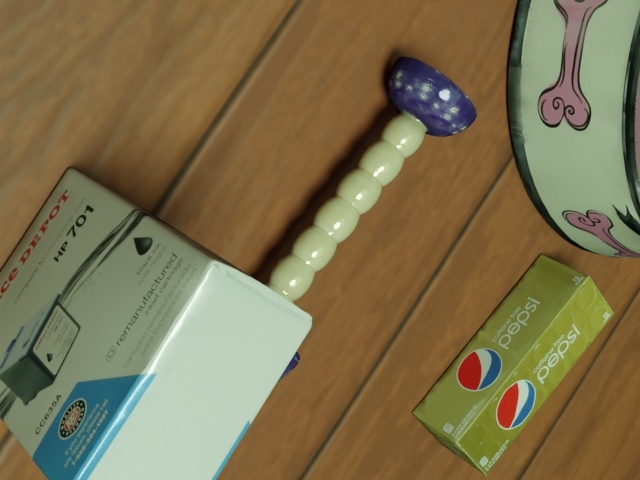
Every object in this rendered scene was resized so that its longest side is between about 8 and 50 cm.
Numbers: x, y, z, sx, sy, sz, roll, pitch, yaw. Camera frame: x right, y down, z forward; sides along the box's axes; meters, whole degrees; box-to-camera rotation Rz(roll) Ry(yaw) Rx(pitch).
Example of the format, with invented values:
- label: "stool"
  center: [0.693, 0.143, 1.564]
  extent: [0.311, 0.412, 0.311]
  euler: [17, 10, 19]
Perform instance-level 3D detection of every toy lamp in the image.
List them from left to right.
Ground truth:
- label: "toy lamp"
  center: [0.000, 0.000, 0.769]
  extent: [0.275, 0.080, 0.080]
  euler: [-54, 131, -7]

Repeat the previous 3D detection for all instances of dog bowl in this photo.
- label: "dog bowl"
  center: [0.351, -0.157, 0.926]
  extent: [0.408, 0.150, 0.408]
  euler: [-15, 117, -32]

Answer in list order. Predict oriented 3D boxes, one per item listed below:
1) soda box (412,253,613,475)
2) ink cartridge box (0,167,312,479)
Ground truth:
- label: "soda box"
  center: [0.164, 0.103, 0.951]
  extent: [0.181, 0.058, 0.061]
  euler: [-50, 130, -10]
- label: "ink cartridge box"
  center: [-0.113, 0.056, 0.630]
  extent: [0.082, 0.190, 0.140]
  euler: [35, 86, -40]
